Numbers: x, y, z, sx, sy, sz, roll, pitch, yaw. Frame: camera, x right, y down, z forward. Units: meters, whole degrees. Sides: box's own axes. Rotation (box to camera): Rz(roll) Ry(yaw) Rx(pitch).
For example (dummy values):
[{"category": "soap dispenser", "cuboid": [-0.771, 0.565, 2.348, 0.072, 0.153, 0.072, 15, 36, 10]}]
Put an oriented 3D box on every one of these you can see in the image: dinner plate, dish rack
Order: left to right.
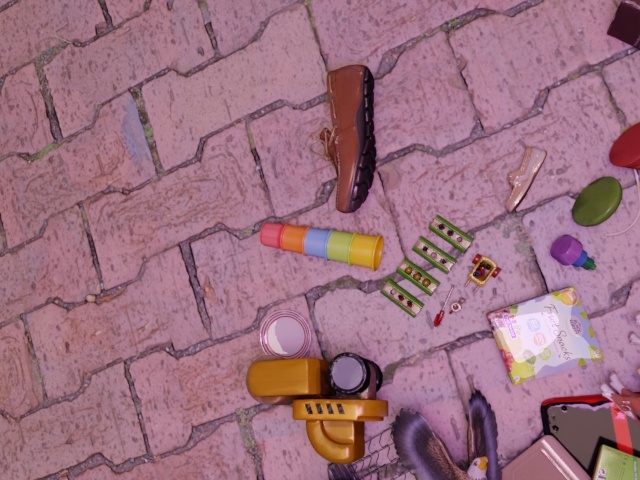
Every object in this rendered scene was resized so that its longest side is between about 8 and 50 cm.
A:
[{"category": "dinner plate", "cuboid": [-0.092, 0.253, 1.508, 0.141, 0.017, 0.141, -1, 86, 16]}, {"category": "dish rack", "cuboid": [0.151, 0.577, 1.386, 0.272, 0.074, 0.208, -34, 77, 11]}]

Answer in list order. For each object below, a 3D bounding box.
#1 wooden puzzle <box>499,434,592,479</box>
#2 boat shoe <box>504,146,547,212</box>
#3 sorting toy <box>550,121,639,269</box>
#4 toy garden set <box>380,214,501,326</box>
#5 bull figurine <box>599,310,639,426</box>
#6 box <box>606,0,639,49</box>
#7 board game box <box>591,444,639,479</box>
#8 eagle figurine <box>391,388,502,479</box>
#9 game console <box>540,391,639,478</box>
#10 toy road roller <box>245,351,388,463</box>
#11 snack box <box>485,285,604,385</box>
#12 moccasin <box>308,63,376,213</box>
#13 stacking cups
[{"category": "wooden puzzle", "cuboid": [0.503, 0.592, 1.281, 0.238, 0.044, 0.221, -46, 66, 15]}, {"category": "boat shoe", "cuboid": [0.476, -0.147, 1.363, 0.059, 0.063, 0.170, 29, 84, 18]}, {"category": "sorting toy", "cuboid": [0.677, -0.083, 1.297, 0.126, 0.127, 0.365, 29, 97, -14]}, {"category": "toy garden set", "cuboid": [0.296, 0.090, 1.397, 0.204, 0.049, 0.244, 37, 96, 15]}, {"category": "bull figurine", "cuboid": [0.739, 0.263, 1.210, 0.188, 0.101, 0.310, 25, 70, 36]}, {"category": "box", "cuboid": [0.780, -0.511, 1.249, 0.203, 0.168, 0.167, 35, 96, 15]}, {"category": "board game box", "cuboid": [0.702, 0.533, 1.181, 0.260, 0.039, 0.124, 17, 75, 21]}, {"category": "eagle figurine", "cuboid": [0.318, 0.504, 1.257, 0.225, 0.226, 0.298, -49, 39, 24]}, {"category": "game console", "cuboid": [0.692, 0.532, 1.256, 0.342, 0.060, 0.386, -10, 82, 20]}, {"category": "toy road roller", "cuboid": [-0.004, 0.396, 1.354, 0.330, 0.202, 0.240, -4, 72, 16]}, {"category": "snack box", "cuboid": [0.511, 0.218, 1.317, 0.207, 0.070, 0.174, -21, 80, 11]}, {"category": "moccasin", "cuboid": [0.057, -0.256, 1.447, 0.147, 0.139, 0.379, -3, 87, 22]}, {"category": "stacking cups", "cuboid": [0.000, 0.000, 1.470, 0.317, 0.096, 0.095, 13, 89, 19]}]
